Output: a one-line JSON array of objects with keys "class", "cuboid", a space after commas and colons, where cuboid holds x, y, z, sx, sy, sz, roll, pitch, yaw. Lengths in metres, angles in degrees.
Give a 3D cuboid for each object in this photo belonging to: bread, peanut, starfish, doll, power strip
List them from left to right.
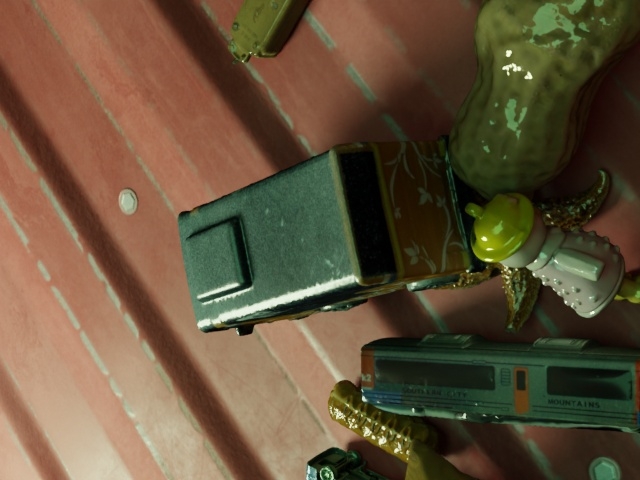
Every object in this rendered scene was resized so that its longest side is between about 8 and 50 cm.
[{"class": "power strip", "cuboid": [-0.025, -0.330, 1.395, 0.064, 0.044, 0.305, 45, 118, 24]}, {"class": "bread", "cuboid": [0.073, 0.213, 1.381, 0.157, 0.044, 0.052, 26, 104, 31]}, {"class": "starfish", "cuboid": [0.199, -0.021, 1.263, 0.240, 0.043, 0.227, -27, 81, 31]}, {"class": "peanut", "cuboid": [0.214, -0.174, 1.146, 0.159, 0.143, 0.291, 46, 126, 27]}, {"class": "doll", "cuboid": [0.226, 0.014, 1.156, 0.081, 0.207, 0.129, -64, 17, -2]}]

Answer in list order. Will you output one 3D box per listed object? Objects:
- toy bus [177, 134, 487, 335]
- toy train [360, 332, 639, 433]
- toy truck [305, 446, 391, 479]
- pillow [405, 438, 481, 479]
[{"class": "toy bus", "cuboid": [0.000, 0.000, 1.301, 0.323, 0.194, 0.161, -19, 81, 48]}, {"class": "toy train", "cuboid": [0.229, 0.142, 1.229, 0.409, 0.086, 0.089, -2, 92, 37]}, {"class": "toy truck", "cuboid": [0.063, 0.312, 1.393, 0.175, 0.067, 0.081, 20, 113, 30]}, {"class": "pillow", "cuboid": [0.192, 0.404, 1.263, 0.312, 0.119, 0.310, 21, 111, 25]}]
